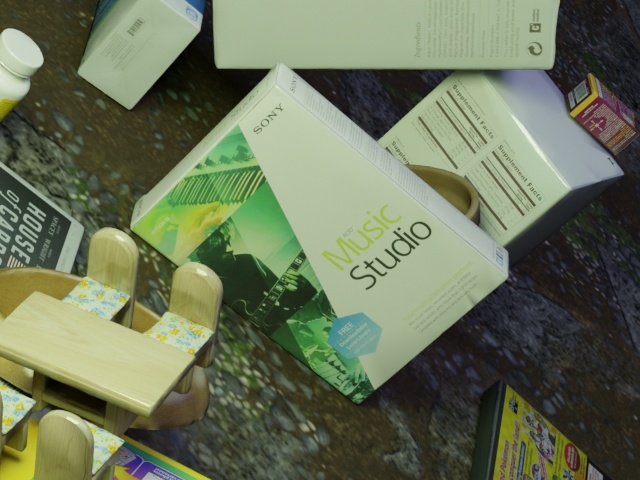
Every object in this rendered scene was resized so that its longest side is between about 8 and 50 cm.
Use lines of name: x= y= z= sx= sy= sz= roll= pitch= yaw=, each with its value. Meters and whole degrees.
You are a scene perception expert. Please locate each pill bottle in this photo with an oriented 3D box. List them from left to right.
pill bottle: x=-0.315 y=-0.144 z=1.765 sx=0.065 sy=0.116 sz=0.065 roll=36 pitch=29 yaw=-24

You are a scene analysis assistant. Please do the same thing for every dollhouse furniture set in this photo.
dollhouse furniture set: x=-0.213 y=0.047 z=1.385 sx=0.242 sy=0.161 sz=0.212 roll=21 pitch=37 yaw=15

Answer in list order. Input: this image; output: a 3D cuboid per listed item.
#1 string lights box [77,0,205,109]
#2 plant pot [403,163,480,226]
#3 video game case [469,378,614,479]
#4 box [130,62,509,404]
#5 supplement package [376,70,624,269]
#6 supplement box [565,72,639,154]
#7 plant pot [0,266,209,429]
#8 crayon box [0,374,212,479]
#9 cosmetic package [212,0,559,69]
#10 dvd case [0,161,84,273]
string lights box: x=-0.191 y=-0.275 z=2.112 sx=0.076 sy=0.133 sz=0.260 roll=35 pitch=29 yaw=-19
plant pot: x=0.063 y=0.008 z=2.083 sx=0.237 sy=0.237 sz=0.110 roll=-63 pitch=149 yaw=-62
video game case: x=0.270 y=0.314 z=2.119 sx=0.248 sy=0.035 sz=0.275 roll=42 pitch=27 yaw=-13
box: x=0.000 y=0.000 z=1.915 sx=0.322 sy=0.232 sz=0.058 roll=39 pitch=26 yaw=-16
supplement package: x=0.181 y=-0.067 z=2.245 sx=0.198 sy=0.262 sz=0.199 roll=54 pitch=26 yaw=11
supplement box: x=0.340 y=-0.153 z=2.259 sx=0.083 sy=0.043 sz=0.055 roll=39 pitch=24 yaw=-20
plant pot: x=-0.196 y=0.081 z=1.568 sx=0.236 sy=0.032 sz=0.236 roll=23 pitch=18 yaw=-8
crayon box: x=-0.173 y=0.220 z=1.412 sx=0.278 sy=0.081 sz=0.165 roll=27 pitch=25 yaw=7
cosmetic package: x=0.070 y=-0.297 z=2.132 sx=0.385 sy=0.156 sz=0.217 roll=1 pitch=25 yaw=-2
dvd case: x=-0.326 y=-0.027 z=1.687 sx=0.238 sy=0.029 sz=0.179 roll=38 pitch=28 yaw=-19
